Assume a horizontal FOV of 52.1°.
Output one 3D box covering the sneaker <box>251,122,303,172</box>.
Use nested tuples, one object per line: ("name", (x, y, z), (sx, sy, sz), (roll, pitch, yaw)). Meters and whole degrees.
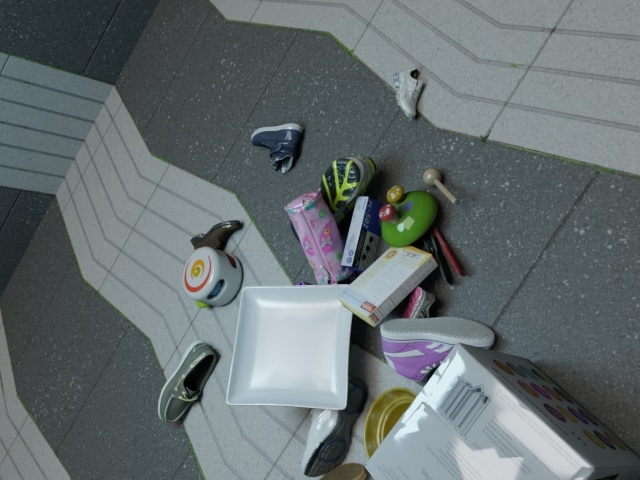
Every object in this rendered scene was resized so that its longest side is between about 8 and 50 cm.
("sneaker", (-0.170, -0.315, 2.294), (0.226, 0.086, 0.164), (-5, 68, 40))

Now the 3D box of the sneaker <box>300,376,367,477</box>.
("sneaker", (0.023, 0.505, 1.804), (0.129, 0.111, 0.297), (17, 78, 54))

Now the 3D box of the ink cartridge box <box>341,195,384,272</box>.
("ink cartridge box", (0.127, -0.015, 1.896), (0.046, 0.097, 0.207), (5, 78, 43))

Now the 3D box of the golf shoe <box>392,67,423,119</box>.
("golf shoe", (0.270, -0.445, 1.957), (0.086, 0.069, 0.176), (-24, 60, 27))

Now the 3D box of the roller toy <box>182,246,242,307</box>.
("roller toy", (-0.382, 0.122, 2.277), (0.191, 0.146, 0.210), (-12, 66, 39))

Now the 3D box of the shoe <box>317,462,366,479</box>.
("shoe", (0.041, 0.659, 1.751), (0.219, 0.058, 0.077), (-33, 23, 24))

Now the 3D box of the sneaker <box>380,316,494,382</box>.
("sneaker", (0.297, 0.281, 1.645), (0.281, 0.102, 0.161), (0, 112, 23))

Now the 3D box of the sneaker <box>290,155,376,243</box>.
("sneaker", (0.044, -0.110, 1.997), (0.145, 0.147, 0.384), (57, 134, 12))

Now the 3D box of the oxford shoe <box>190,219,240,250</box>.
("oxford shoe", (-0.368, -0.005, 2.375), (0.227, 0.082, 0.096), (-30, 75, 31))

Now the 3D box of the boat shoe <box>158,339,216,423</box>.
("boat shoe", (-0.453, 0.491, 2.227), (0.091, 0.109, 0.305), (26, 89, 50))

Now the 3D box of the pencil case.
("pencil case", (0.000, 0.000, 1.895), (0.124, 0.124, 0.284), (-8, 112, 41))

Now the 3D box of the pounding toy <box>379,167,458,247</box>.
("pounding toy", (0.234, -0.101, 1.787), (0.237, 0.110, 0.183), (-42, 30, 17))

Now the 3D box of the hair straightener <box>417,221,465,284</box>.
("hair straightener", (0.301, 0.029, 1.754), (0.089, 0.047, 0.231), (-41, 50, 23))

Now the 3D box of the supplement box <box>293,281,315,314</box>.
("supplement box", (-0.091, 0.226, 1.994), (0.220, 0.111, 0.114), (-29, 57, 32))

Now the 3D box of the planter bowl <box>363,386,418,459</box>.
("planter bowl", (0.215, 0.481, 1.623), (0.217, 0.090, 0.217), (-25, 54, 40))

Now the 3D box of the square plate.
("square plate", (-0.077, 0.293, 1.822), (0.343, 0.049, 0.348), (-2, 66, 17))

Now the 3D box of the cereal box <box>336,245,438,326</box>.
("cereal box", (0.176, 0.110, 1.742), (0.240, 0.047, 0.173), (-42, 27, -11))

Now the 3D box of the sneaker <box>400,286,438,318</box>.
("sneaker", (0.259, 0.202, 1.717), (0.063, 0.074, 0.171), (-104, 29, -62))

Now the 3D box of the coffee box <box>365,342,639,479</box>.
("coffee box", (0.373, 0.455, 1.322), (0.338, 0.334, 0.337), (-57, 47, 13))

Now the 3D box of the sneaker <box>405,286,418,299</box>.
("sneaker", (0.215, 0.141, 1.788), (0.089, 0.051, 0.170), (36, 96, 49))
